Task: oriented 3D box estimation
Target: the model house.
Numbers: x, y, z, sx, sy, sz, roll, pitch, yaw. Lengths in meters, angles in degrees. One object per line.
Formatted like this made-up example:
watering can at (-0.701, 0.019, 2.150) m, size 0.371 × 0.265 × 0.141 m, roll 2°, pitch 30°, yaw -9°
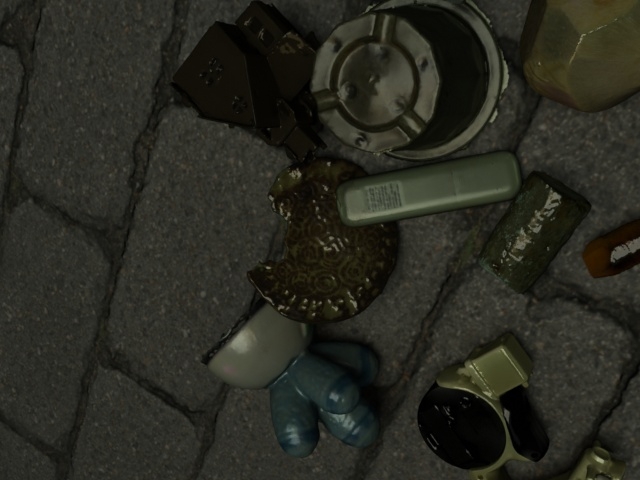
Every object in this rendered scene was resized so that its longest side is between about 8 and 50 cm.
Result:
model house at (-0.070, -0.245, 1.084) m, size 0.243 × 0.211 × 0.204 m, roll 50°, pitch 118°, yaw 10°

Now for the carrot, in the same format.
carrot at (0.544, -0.031, 0.962) m, size 0.314 × 0.066 × 0.066 m, roll -30°, pitch 91°, yaw 26°

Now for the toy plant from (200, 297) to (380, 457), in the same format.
toy plant at (-0.025, 0.256, 1.200) m, size 0.332 × 0.247 × 0.247 m, roll 43°, pitch 116°, yaw 5°

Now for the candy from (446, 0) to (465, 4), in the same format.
candy at (0.233, -0.477, 0.946) m, size 0.086 × 0.059 × 0.292 m, roll 27°, pitch 87°, yaw 11°

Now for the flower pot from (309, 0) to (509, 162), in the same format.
flower pot at (0.116, -0.245, 0.981) m, size 0.290 × 0.259 × 0.290 m, roll 7°, pitch 107°, yaw 23°

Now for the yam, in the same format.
yam at (0.331, -0.005, 1.038) m, size 0.107 × 0.107 × 0.194 m, roll 34°, pitch 115°, yaw 12°

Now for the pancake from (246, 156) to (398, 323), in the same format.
pancake at (0.000, 0.000, 1.137) m, size 0.286 × 0.033 × 0.288 m, roll -27°, pitch 84°, yaw -9°

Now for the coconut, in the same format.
coconut at (0.382, -0.277, 0.871) m, size 0.237 × 0.237 × 0.197 m, roll -9°, pitch 142°, yaw 25°

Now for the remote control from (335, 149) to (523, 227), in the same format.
remote control at (0.175, -0.085, 1.084) m, size 0.310 × 0.038 × 0.090 m, roll -11°, pitch 87°, yaw 12°

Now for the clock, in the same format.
clock at (0.346, 0.370, 1.128) m, size 0.276 × 0.120 × 0.379 m, roll -42°, pitch 85°, yaw 32°
